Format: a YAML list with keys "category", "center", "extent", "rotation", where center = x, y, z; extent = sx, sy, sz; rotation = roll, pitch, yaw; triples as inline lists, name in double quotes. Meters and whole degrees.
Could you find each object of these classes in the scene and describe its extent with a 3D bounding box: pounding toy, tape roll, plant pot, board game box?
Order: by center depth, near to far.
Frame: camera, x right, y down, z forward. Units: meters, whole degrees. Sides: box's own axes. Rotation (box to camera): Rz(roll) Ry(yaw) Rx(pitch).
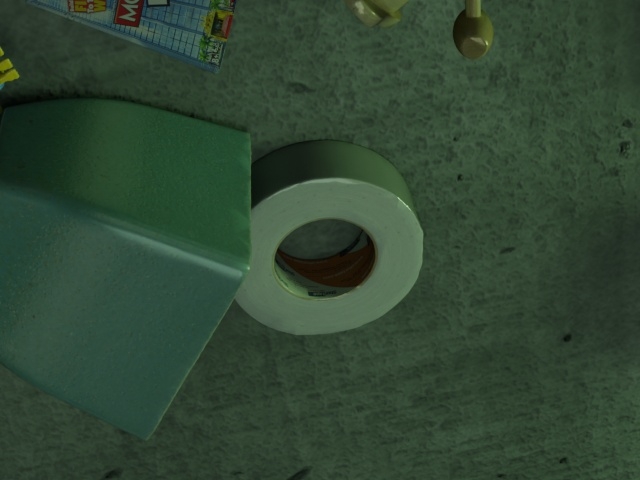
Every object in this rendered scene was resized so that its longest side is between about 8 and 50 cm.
- category: "pounding toy"
  center: [0.072, -0.293, 1.351]
  extent: [0.155, 0.154, 0.269]
  rotation: [-37, 106, 19]
- category: "board game box"
  center: [-0.171, -0.263, 1.375]
  extent: [0.194, 0.060, 0.194]
  rotation: [6, 127, -15]
- category: "plant pot"
  center: [-0.234, 0.002, 1.466]
  extent: [0.252, 0.247, 0.248]
  rotation: [21, 122, -18]
- category: "tape roll"
  center: [0.000, 0.000, 1.606]
  extent: [0.219, 0.072, 0.219]
  rotation: [-4, 129, -6]

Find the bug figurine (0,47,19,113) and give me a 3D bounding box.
- category: "bug figurine"
  center: [-0.440, -0.164, 1.396]
  extent: [0.279, 0.072, 0.216]
  rotation: [-21, 135, 1]
